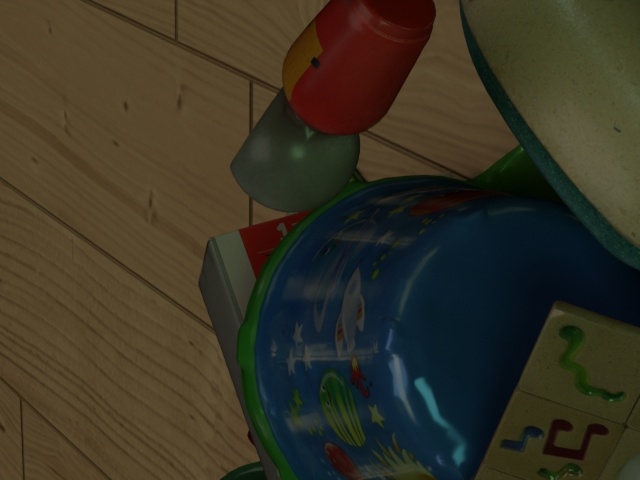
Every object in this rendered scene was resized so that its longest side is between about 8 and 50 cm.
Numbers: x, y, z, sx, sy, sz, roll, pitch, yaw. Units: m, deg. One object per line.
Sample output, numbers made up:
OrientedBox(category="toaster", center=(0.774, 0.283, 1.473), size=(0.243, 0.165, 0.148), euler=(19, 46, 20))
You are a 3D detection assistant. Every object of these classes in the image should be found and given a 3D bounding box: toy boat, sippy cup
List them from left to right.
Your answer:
OrientedBox(category="sippy cup", center=(0.087, 0.067, 1.154), size=(0.224, 0.240, 0.306), euler=(163, 105, -76))
OrientedBox(category="toy boat", center=(0.107, -0.082, 1.026), size=(0.148, 0.318, 0.267), euler=(-54, 51, 45))

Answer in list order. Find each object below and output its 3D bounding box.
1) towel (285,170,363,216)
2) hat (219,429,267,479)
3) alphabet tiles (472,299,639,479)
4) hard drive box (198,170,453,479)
OrientedBox(category="towel", center=(0.000, 0.000, 1.550), size=(0.113, 0.023, 0.152), euler=(52, 141, 39))
OrientedBox(category="hat", center=(0.010, 0.180, 1.587), size=(0.208, 0.183, 0.173), euler=(12, 131, 13))
OrientedBox(category="alphabet tiles", center=(0.217, 0.158, 1.008), size=(0.011, 0.285, 0.342), euler=(-72, 1, -50))
OrientedBox(category="hard drive box", center=(0.039, 0.093, 1.335), size=(0.089, 0.181, 0.232), euler=(109, 142, -67))
